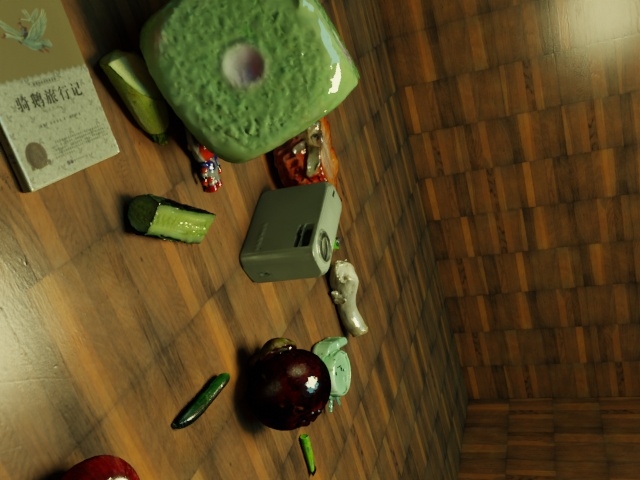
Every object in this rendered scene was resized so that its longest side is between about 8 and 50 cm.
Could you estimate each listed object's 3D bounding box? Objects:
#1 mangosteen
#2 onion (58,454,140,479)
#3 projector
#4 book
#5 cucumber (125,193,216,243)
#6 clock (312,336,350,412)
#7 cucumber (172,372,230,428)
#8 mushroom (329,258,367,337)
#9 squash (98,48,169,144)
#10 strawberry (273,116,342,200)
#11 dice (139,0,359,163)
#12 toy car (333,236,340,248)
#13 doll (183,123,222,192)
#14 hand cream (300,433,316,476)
[{"bbox_3d":[-0.076,0.332,1.354,0.210,0.210,0.209,-7,90,-67],"label":"mangosteen"},{"bbox_3d":[-0.318,0.376,0.849,0.131,0.131,0.131,-7,90,-67],"label":"onion"},{"bbox_3d":[-0.065,-0.021,1.461,0.108,0.198,0.250,60,31,-41],"label":"projector"},{"bbox_3d":[-0.433,-0.251,0.901,0.217,0.021,0.310,-51,130,-59],"label":"book"},{"bbox_3d":[-0.287,-0.042,1.141,0.078,0.062,0.211,-63,162,5],"label":"cucumber"},{"bbox_3d":[0.039,0.396,1.749,0.159,0.066,0.210,-11,94,-66],"label":"clock"},{"bbox_3d":[-0.233,0.321,1.180,0.184,0.033,0.036,-46,143,-59],"label":"cucumber"},{"bbox_3d":[0.089,0.188,1.895,0.099,0.096,0.277,-49,132,-59],"label":"mushroom"},{"bbox_3d":[-0.321,-0.258,1.095,0.090,0.075,0.200,-111,176,-51],"label":"squash"},{"bbox_3d":[-0.034,-0.210,1.686,0.336,0.149,0.265,58,25,-64],"label":"strawberry"},{"bbox_3d":[-0.132,-0.367,1.156,0.318,0.322,0.330,55,16,-20],"label":"dice"},{"bbox_3d":[0.000,0.000,1.777,0.165,0.071,0.062,35,67,-60],"label":"toy car"},{"bbox_3d":[-0.250,-0.199,1.267,0.104,0.062,0.194,-42,131,-44],"label":"doll"},{"bbox_3d":[-0.030,0.575,1.584,0.036,0.023,0.121,-70,148,-68],"label":"hand cream"}]
